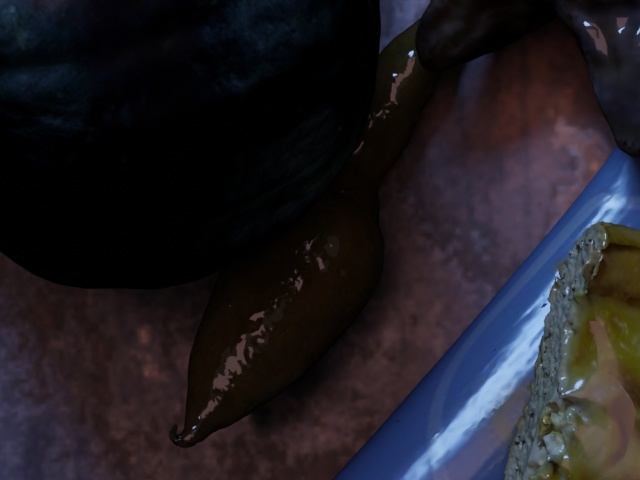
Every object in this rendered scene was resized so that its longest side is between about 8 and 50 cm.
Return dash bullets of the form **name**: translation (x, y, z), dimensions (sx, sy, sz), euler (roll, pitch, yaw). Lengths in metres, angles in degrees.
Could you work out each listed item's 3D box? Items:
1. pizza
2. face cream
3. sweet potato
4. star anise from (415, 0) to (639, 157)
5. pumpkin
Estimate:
- **pizza**: translation (0.182, 0.107, 0.908), dimensions (0.204, 0.080, 0.188), euler (18, 96, -21)
- **face cream**: translation (0.097, 0.088, 0.964), dimensions (0.385, 0.086, 0.135), euler (-45, 79, -3)
- **sweet potato**: translation (0.001, -0.001, 1.002), dimensions (0.074, 0.075, 0.269), euler (27, 73, 13)
- **star anise**: translation (0.156, -0.193, 0.977), dimensions (0.315, 0.108, 0.315), euler (-5, 71, 15)
- **pumpkin**: translation (-0.098, -0.139, 0.934), dimensions (0.238, 0.315, 0.315), euler (-27, 76, -20)
